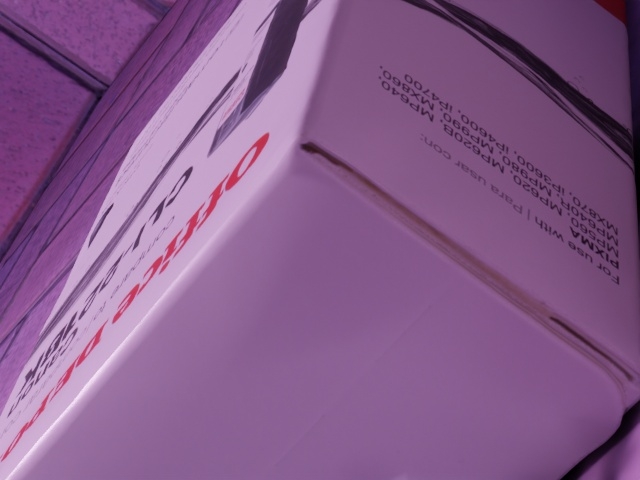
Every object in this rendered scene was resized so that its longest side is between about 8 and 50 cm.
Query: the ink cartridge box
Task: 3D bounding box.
[{"bbox_3d":[0.000,0.000,0.549,0.197,0.114,0.273,-48,15,29],"label":"ink cartridge box"}]
